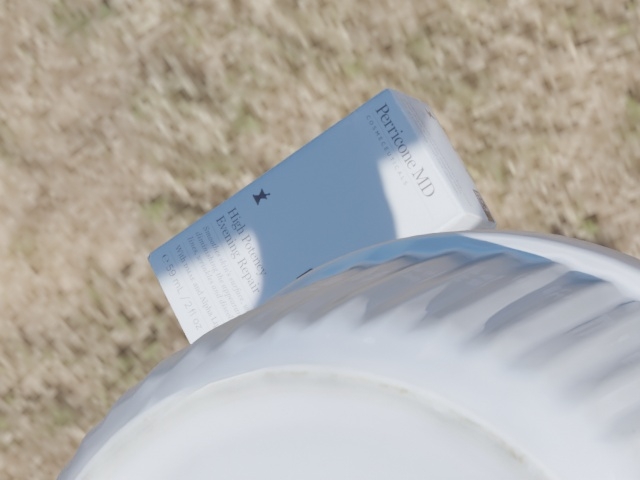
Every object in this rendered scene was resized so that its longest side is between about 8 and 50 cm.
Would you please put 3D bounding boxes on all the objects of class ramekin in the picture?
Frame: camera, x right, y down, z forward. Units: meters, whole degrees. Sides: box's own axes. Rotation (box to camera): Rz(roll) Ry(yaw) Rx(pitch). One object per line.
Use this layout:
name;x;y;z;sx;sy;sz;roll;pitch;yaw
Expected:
ramekin;0.024;0.102;0.463;0.207;0.109;0.207;2;94;28

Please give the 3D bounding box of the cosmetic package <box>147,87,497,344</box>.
cosmetic package;0.000;0.000;1.461;0.231;0.085;0.117;-36;71;17
